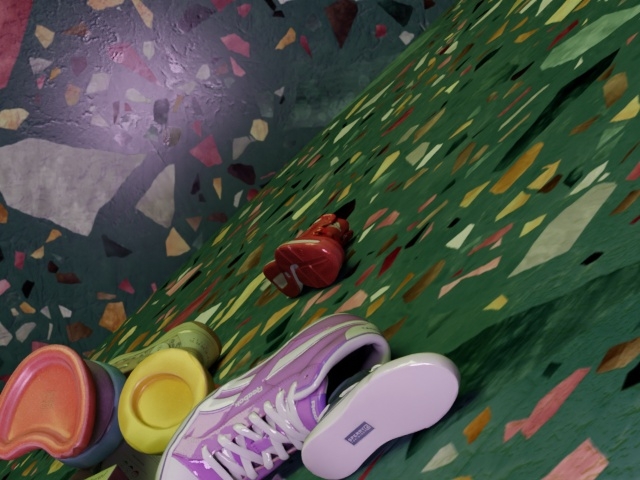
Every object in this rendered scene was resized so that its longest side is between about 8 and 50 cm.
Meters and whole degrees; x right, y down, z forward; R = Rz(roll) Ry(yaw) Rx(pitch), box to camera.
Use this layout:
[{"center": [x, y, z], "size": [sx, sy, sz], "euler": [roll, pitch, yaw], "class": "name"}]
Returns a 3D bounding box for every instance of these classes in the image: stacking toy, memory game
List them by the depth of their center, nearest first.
[{"center": [-0.238, 0.266, 1.643], "size": [0.309, 0.130, 0.279], "euler": [4, 71, 36], "class": "stacking toy"}, {"center": [-0.214, 0.264, 1.690], "size": [0.186, 0.012, 0.186], "euler": [-15, 42, 13], "class": "memory game"}]

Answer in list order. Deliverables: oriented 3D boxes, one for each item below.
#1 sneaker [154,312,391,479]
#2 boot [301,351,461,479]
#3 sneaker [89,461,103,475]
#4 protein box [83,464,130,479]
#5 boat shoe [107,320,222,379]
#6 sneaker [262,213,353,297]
[{"center": [-0.047, 0.178, 1.395], "size": [0.282, 0.102, 0.161], "euler": [-46, 13, -6], "class": "sneaker"}, {"center": [0.055, 0.131, 1.242], "size": [0.190, 0.069, 0.086], "euler": [-38, 17, 37], "class": "boot"}, {"center": [-0.278, 0.327, 1.753], "size": [0.163, 0.086, 0.226], "euler": [-39, 10, 44], "class": "sneaker"}, {"center": [-0.258, 0.350, 1.338], "size": [0.200, 0.136, 0.201], "euler": [-28, 16, 26], "class": "protein box"}, {"center": [-0.272, 0.218, 2.137], "size": [0.285, 0.104, 0.089], "euler": [-39, 9, 28], "class": "boat shoe"}, {"center": [0.000, 0.000, 1.991], "size": [0.128, 0.087, 0.221], "euler": [-50, 12, -22], "class": "sneaker"}]
